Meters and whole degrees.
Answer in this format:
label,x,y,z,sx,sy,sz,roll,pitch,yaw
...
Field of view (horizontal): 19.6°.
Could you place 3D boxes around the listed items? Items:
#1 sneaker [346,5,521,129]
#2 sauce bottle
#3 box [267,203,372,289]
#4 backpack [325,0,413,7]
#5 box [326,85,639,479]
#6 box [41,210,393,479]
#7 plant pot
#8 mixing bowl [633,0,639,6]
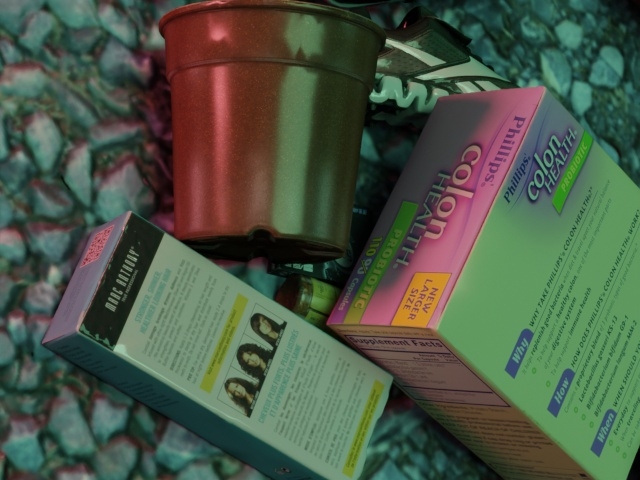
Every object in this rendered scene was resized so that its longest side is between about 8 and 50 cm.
label,x,y,z,sx,sy,sz,roll,pitch,yaw
sneaker,0.100,-0.134,1.493,0.234,0.078,0.106,9,74,-30
sauce bottle,0.026,0.063,1.410,0.128,0.042,0.042,24,64,-29
box,0.000,0.000,1.424,0.083,0.018,0.067,14,69,-30
backpack,0.086,-0.294,1.443,0.253,0.225,0.191,-17,65,-32
box,0.157,0.042,1.415,0.243,0.117,0.213,42,63,-34
box,-0.069,0.087,1.327,0.244,0.060,0.100,33,61,-22
plant pot,-0.039,-0.072,1.337,0.167,0.167,0.165,10,78,-32
mixing bowl,0.323,-0.267,1.667,0.181,0.098,0.181,11,71,-32
